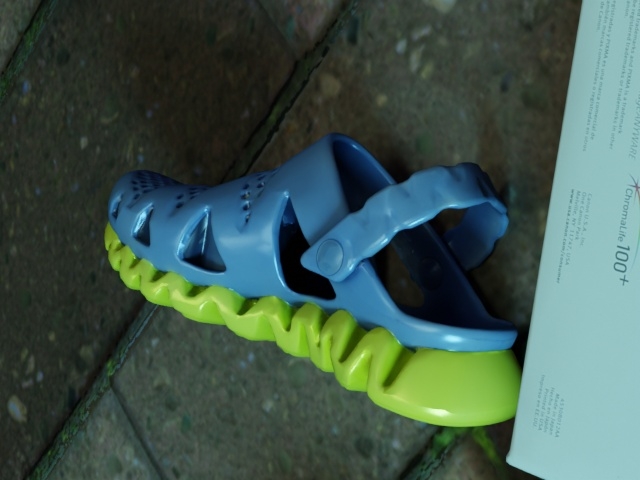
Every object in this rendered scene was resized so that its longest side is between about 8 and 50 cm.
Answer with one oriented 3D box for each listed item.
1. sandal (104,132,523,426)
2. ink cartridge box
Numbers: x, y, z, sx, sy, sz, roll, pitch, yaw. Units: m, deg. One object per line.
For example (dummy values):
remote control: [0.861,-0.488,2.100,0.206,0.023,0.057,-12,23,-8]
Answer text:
sandal: [0.000,0.000,1.009,0.317,0.126,0.138,18,100,37]
ink cartridge box: [0.241,-0.014,0.733,0.272,0.130,0.309,19,105,45]
